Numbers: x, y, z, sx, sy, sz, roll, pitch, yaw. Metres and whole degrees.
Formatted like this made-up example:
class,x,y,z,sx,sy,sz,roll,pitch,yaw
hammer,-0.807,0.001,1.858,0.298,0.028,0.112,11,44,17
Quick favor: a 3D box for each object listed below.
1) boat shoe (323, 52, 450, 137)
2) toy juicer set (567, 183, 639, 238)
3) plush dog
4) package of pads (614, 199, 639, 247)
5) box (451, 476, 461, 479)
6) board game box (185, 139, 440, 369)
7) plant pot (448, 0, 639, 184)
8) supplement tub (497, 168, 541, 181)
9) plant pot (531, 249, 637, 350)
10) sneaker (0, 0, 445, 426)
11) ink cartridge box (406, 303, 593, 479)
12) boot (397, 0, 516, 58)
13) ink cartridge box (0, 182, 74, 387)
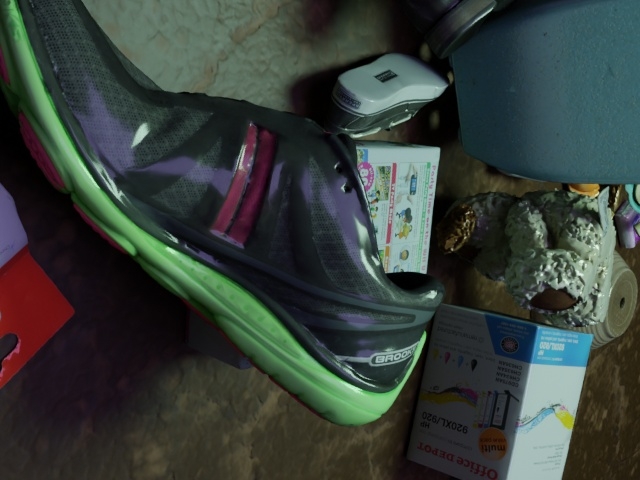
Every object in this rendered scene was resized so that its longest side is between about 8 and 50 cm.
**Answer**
class,x,y,z,sx,sy,sz,roll,pitch,yaw
boat shoe,0.077,-0.172,1.023,0.219,0.078,0.070,-24,149,-48
toy juicer set,0.563,-0.076,1.468,0.329,0.089,0.209,27,119,-32
plush dog,0.271,-0.007,1.147,0.262,0.226,0.210,23,80,-61
package of pads,0.589,-0.031,1.631,0.050,0.032,0.083,-45,128,-28
box,0.252,0.386,1.346,0.083,0.052,0.062,-29,119,-41
board game box,0.000,0.000,0.954,0.303,0.098,0.223,-5,103,-45
plant pot,0.298,-0.214,1.090,0.247,0.253,0.247,-67,149,-62
supplement tub,0.313,-0.126,1.281,0.107,0.071,0.070,5,95,-49
plant pot,0.471,0.097,1.476,0.237,0.110,0.237,-12,106,-45
sneaker,-0.077,-0.045,0.728,0.202,0.185,0.483,-49,116,-8
ink cartridge box,0.256,0.224,1.224,0.168,0.171,0.232,12,89,-48
boot,0.129,-0.345,0.946,0.229,0.091,0.263,47,62,3
ink cartridge box,-0.305,0.045,0.666,0.189,0.066,0.232,-50,127,-28
